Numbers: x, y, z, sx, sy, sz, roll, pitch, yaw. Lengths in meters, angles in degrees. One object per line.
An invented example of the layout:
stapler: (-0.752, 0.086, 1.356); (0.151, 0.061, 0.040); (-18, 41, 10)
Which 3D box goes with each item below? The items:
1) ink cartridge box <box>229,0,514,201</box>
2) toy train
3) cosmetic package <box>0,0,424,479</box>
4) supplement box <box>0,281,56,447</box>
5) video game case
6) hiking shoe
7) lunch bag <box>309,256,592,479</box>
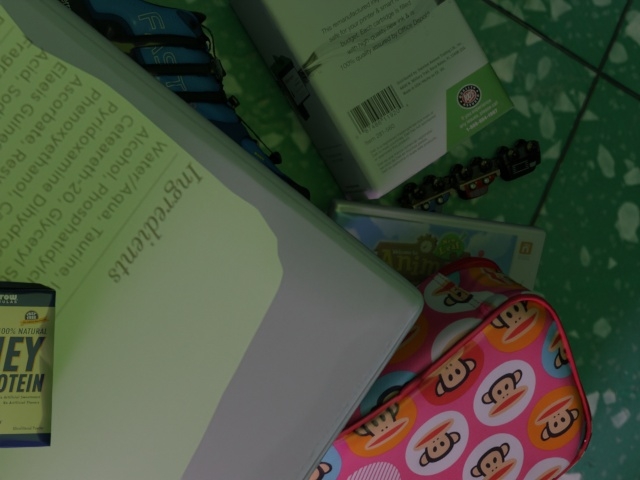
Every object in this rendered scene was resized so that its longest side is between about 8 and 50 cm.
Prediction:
ink cartridge box: (0.045, -0.169, 1.061); (0.160, 0.092, 0.219); (-33, 99, -16)
toy train: (0.145, -0.058, 1.131); (0.158, 0.027, 0.036); (-22, 107, -19)
cosmetic package: (-0.213, 0.051, 0.840); (0.394, 0.329, 0.327); (38, 77, -14)
supplement box: (-0.175, 0.064, 0.634); (0.056, 0.083, 0.083); (2, 89, -18)
video game case: (0.092, 0.069, 1.084); (0.213, 0.023, 0.193); (7, 101, -19)
hiking shoe: (-0.115, -0.128, 0.993); (0.304, 0.113, 0.132); (38, 78, -15)
lunch bag: (0.095, 0.182, 1.025); (0.293, 0.120, 0.258); (-33, 123, -11)
